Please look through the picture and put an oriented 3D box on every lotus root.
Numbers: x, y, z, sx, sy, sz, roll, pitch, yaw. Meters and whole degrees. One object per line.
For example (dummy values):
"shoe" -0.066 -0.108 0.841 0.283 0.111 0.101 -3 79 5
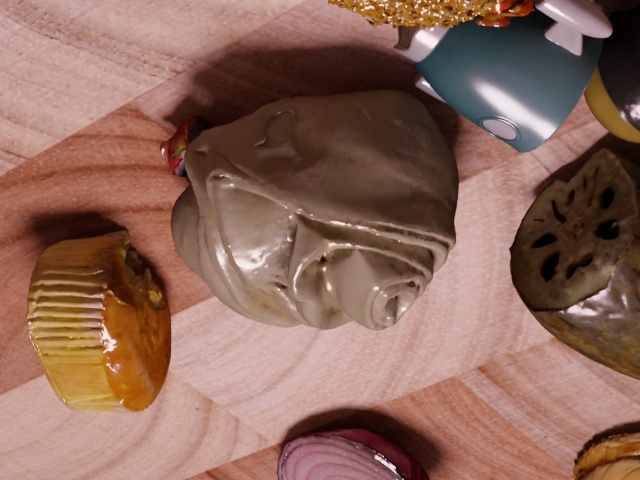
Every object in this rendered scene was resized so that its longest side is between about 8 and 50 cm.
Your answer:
"lotus root" 0.409 0.055 1.723 0.346 0.250 0.250 22 137 -27

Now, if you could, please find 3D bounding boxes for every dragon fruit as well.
"dragon fruit" -0.149 -0.108 1.702 0.056 0.060 0.083 -33 156 33

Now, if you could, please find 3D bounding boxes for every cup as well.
"cup" 0.174 -0.202 1.493 0.173 0.168 0.299 28 160 -14

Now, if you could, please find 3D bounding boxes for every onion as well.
"onion" 0.065 0.355 2.216 0.247 0.111 0.250 47 139 -11

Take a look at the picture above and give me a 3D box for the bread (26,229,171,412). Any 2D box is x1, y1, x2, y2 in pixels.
"bread" -0.276 0.112 1.889 0.133 0.179 0.250 1 132 16

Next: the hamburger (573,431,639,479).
"hamburger" 0.526 0.400 2.179 0.284 0.174 0.304 -12 132 36

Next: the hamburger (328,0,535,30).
"hamburger" 0.089 -0.326 1.300 0.294 0.179 0.276 12 120 -9

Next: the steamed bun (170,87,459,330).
"steamed bun" 0.001 -0.006 1.662 0.324 0.219 0.310 -5 145 -12

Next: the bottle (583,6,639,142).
"bottle" 0.410 -0.211 1.445 0.171 0.172 0.351 31 139 -29
